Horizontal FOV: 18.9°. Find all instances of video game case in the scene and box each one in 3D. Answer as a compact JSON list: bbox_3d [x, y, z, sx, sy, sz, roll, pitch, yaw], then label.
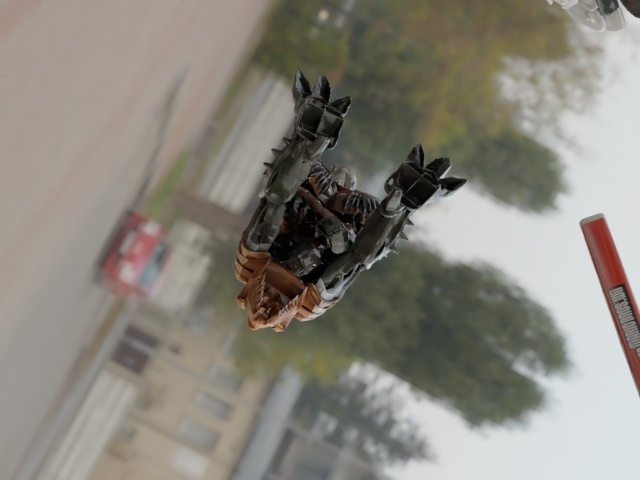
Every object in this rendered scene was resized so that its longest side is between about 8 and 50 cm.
[{"bbox_3d":[0.272,0.140,1.522,0.285,0.025,0.204,-102,169,-48],"label":"video game case"}]

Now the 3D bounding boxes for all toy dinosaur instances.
[{"bbox_3d":[0.000,0.000,1.647,0.218,0.164,0.322,-55,-157,25],"label":"toy dinosaur"}]

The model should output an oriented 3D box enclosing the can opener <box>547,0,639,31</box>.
[{"bbox_3d":[0.184,-0.274,1.458,0.093,0.280,0.074,-43,-140,-15],"label":"can opener"}]
